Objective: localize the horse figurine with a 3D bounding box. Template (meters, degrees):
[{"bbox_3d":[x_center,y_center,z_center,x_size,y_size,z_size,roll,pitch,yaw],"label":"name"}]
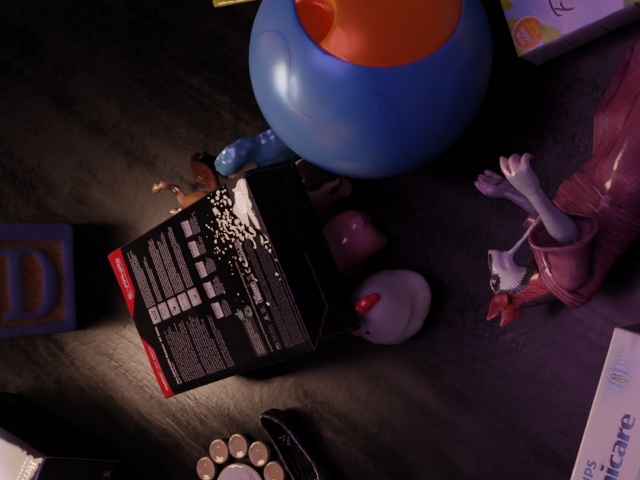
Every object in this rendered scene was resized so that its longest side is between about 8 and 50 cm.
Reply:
[{"bbox_3d":[-0.180,-0.002,1.422,0.174,0.066,0.263,5,95,41],"label":"horse figurine"}]

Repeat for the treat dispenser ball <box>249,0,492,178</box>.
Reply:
[{"bbox_3d":[0.059,-0.217,1.131,0.288,0.288,0.288,-1,89,34],"label":"treat dispenser ball"}]

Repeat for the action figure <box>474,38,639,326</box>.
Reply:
[{"bbox_3d":[0.320,-0.039,1.045,0.276,0.248,0.370,33,108,2],"label":"action figure"}]

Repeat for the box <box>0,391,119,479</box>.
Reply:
[{"bbox_3d":[-0.534,0.431,1.550,0.294,0.183,0.296,20,87,31],"label":"box"}]

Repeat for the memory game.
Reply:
[{"bbox_3d":[-0.116,0.378,1.402,0.186,0.012,0.186,-1,88,34],"label":"memory game"}]

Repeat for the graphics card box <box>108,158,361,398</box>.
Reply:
[{"bbox_3d":[-0.129,0.063,1.262,0.371,0.094,0.232,-26,85,49],"label":"graphics card box"}]

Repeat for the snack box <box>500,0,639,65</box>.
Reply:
[{"bbox_3d":[0.307,-0.326,1.097,0.207,0.070,0.174,-23,76,32],"label":"snack box"}]

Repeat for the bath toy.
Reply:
[{"bbox_3d":[0.000,0.000,1.263,0.151,0.129,0.348,-49,65,23],"label":"bath toy"}]

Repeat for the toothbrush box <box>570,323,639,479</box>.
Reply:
[{"bbox_3d":[0.429,0.230,0.970,0.296,0.126,0.216,20,100,34],"label":"toothbrush box"}]

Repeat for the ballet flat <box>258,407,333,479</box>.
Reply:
[{"bbox_3d":[-0.033,0.312,1.324,0.057,0.049,0.173,-48,65,25],"label":"ballet flat"}]

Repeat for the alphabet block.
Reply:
[{"bbox_3d":[-0.549,0.071,1.592,0.197,0.193,0.192,-5,85,34],"label":"alphabet block"}]

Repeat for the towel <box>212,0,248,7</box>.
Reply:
[{"bbox_3d":[-0.066,-0.405,1.379,0.237,0.021,0.102,0,88,34],"label":"towel"}]
